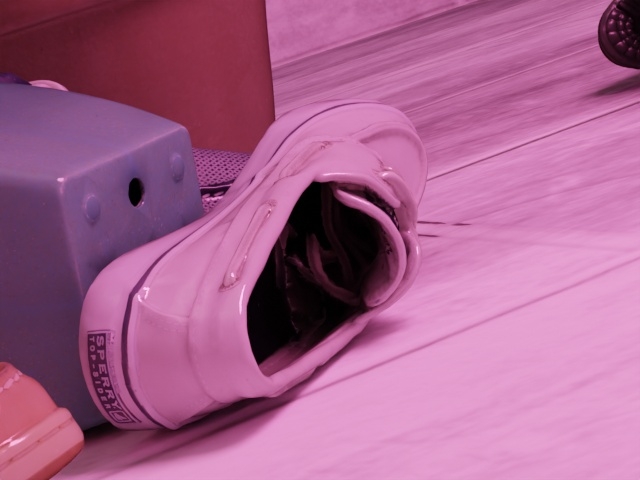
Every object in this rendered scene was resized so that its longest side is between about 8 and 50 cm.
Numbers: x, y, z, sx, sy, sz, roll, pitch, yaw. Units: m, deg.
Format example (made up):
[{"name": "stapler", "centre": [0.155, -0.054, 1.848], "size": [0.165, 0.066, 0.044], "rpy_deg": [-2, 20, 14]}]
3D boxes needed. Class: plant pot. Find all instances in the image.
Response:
[{"name": "plant pot", "centre": [-0.135, -0.127, 1.344], "size": [0.263, 0.229, 0.263], "rpy_deg": [-17, 10, 3]}, {"name": "plant pot", "centre": [-0.175, 0.015, 0.811], "size": [0.234, 0.165, 0.166], "rpy_deg": [-3, 15, 28]}]

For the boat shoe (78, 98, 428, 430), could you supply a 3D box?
[{"name": "boat shoe", "centre": [0.000, 0.000, 0.778], "size": [0.088, 0.096, 0.267], "rpy_deg": [-7, 14, 30]}]

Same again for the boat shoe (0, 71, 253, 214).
[{"name": "boat shoe", "centre": [-0.130, -0.038, 1.025], "size": [0.340, 0.158, 0.127], "rpy_deg": [-21, 10, -20]}]

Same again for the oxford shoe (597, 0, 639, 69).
[{"name": "oxford shoe", "centre": [0.293, -0.172, 1.370], "size": [0.227, 0.083, 0.096], "rpy_deg": [-21, -8, -29]}]

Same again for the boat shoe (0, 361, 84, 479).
[{"name": "boat shoe", "centre": [-0.243, 0.077, 0.695], "size": [0.341, 0.110, 0.121], "rpy_deg": [-11, 11, 32]}]
